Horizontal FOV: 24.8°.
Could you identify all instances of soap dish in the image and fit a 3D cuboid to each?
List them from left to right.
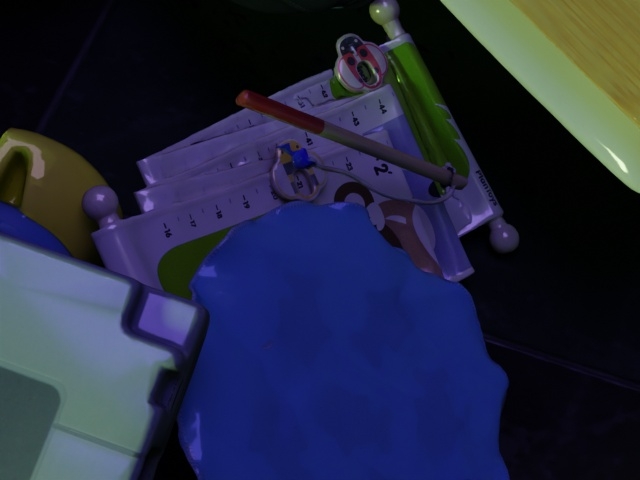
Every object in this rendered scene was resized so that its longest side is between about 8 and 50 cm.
[{"bbox_3d":[0.159,-0.154,0.763,0.229,0.118,0.291,-6,49,-51],"label":"soap dish"}]

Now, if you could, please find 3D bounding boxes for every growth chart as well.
[{"bbox_3d":[0.000,0.000,0.698,0.237,0.021,0.172,-36,95,-35],"label":"growth chart"}]

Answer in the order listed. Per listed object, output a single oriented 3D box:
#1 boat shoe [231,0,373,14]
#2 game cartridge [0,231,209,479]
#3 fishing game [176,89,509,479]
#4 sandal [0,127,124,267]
[{"bbox_3d":[-0.048,-0.181,0.805,0.089,0.109,0.258,15,31,-33],"label":"boat shoe"},{"bbox_3d":[-0.183,0.130,0.536,0.198,0.062,0.297,19,78,8],"label":"game cartridge"},{"bbox_3d":[0.011,0.072,0.646,0.189,0.041,0.264,17,63,-33],"label":"fishing game"},{"bbox_3d":[-0.254,0.002,0.639,0.317,0.126,0.138,10,58,0],"label":"sandal"}]
